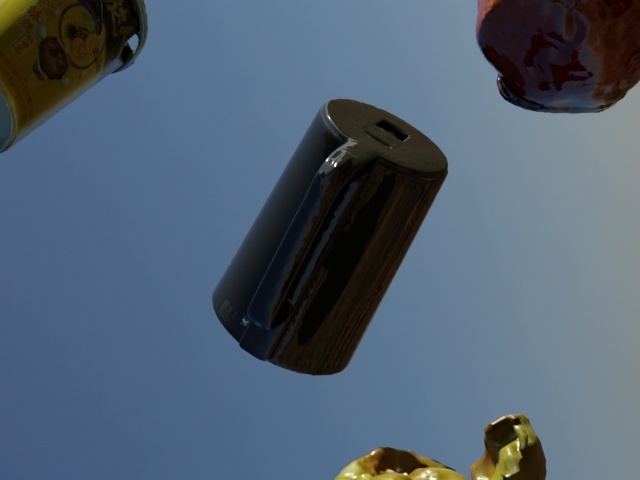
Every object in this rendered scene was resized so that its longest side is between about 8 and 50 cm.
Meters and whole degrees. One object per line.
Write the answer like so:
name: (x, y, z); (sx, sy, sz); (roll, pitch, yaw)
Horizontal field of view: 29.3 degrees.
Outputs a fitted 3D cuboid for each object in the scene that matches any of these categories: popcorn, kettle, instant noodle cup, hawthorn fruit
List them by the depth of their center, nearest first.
hawthorn fruit: (0.233, -0.223, 1.118); (0.251, 0.189, 0.189); (71, -164, -75)
popcorn: (0.102, 0.344, 1.205); (0.326, 0.321, 0.290); (24, 134, 67)
instant noodle cup: (-0.341, -0.220, 1.373); (0.236, 0.215, 0.215); (-56, -42, -43)
kettle: (-0.006, -0.009, 1.522); (0.262, 0.203, 0.308); (2, -54, -44)

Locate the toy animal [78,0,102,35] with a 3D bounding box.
toy animal: (-0.278, -0.233, 1.070); (0.197, 0.160, 0.272); (58, 172, 9)
